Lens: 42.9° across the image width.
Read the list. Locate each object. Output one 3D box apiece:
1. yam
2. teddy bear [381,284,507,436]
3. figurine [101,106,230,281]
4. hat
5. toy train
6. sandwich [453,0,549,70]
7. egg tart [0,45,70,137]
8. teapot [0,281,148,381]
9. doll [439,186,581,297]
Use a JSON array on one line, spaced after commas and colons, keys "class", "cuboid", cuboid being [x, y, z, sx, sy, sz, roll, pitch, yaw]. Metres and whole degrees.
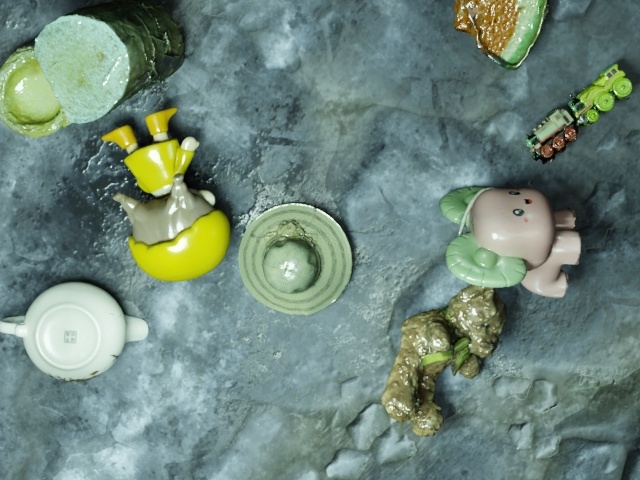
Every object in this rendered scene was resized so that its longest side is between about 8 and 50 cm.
[{"class": "yam", "cuboid": [-0.389, -0.366, 1.589, 0.201, 0.271, 0.202, -22, 104, 21]}, {"class": "teddy bear", "cuboid": [0.273, 0.244, 1.679, 0.223, 0.246, 0.296, -9, 60, 31]}, {"class": "figurine", "cuboid": [-0.317, -0.083, 1.666, 0.215, 0.187, 0.343, -20, 93, 27]}, {"class": "hat", "cuboid": [-0.064, 0.051, 1.693, 0.252, 0.110, 0.252, 1, 98, 9]}, {"class": "toy train", "cuboid": [0.531, -0.259, 1.689, 0.250, 0.053, 0.085, -41, 87, 6]}, {"class": "sandwich", "cuboid": [0.356, -0.485, 1.616, 0.212, 0.109, 0.292, -10, 109, 20]}, {"class": "egg tart", "cuboid": [-0.582, -0.307, 1.689, 0.197, 0.078, 0.197, 0, 96, 3]}, {"class": "teapot", "cuboid": [-0.534, 0.186, 1.725, 0.300, 0.166, 0.208, 8, 105, 7]}, {"class": "doll", "cuboid": [0.374, 0.003, 1.641, 0.269, 0.284, 0.216, 5, 132, 0]}]
